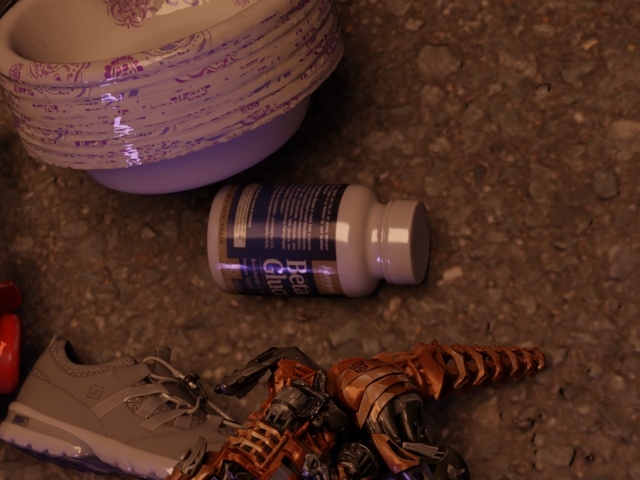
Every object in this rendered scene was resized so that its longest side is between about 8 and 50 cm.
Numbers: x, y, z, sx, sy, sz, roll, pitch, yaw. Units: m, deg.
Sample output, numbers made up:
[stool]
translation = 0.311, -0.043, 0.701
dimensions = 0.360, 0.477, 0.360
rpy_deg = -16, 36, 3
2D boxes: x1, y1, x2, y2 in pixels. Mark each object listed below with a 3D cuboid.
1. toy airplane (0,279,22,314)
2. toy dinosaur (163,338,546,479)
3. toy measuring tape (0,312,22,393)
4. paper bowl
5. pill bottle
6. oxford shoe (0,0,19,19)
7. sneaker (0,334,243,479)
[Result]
[toy airplane]
translation = -0.343, 0.053, 1.540
dimensions = 0.151, 0.028, 0.151
rpy_deg = -5, 70, 13
[toy dinosaur]
translation = 0.041, 0.160, 1.289
dimensions = 0.322, 0.164, 0.218
rpy_deg = -30, 81, -6
[toy measuring tape]
translation = -0.310, 0.043, 1.490
dimensions = 0.121, 0.121, 0.330
rpy_deg = -12, 54, 13
[paper bowl]
translation = -0.120, -0.143, 1.434
dimensions = 0.284, 0.148, 0.284
rpy_deg = -13, 28, 7
[pill bottle]
translation = 0.000, 0.000, 1.418
dimensions = 0.169, 0.094, 0.094
rpy_deg = 1, 72, 17
[oxford shoe]
translation = -0.242, -0.267, 1.597
dimensions = 0.096, 0.083, 0.227
rpy_deg = 29, 70, 26
[sneaker]
translation = -0.130, 0.141, 1.402
dimensions = 0.281, 0.105, 0.115
rpy_deg = 11, 75, 21
